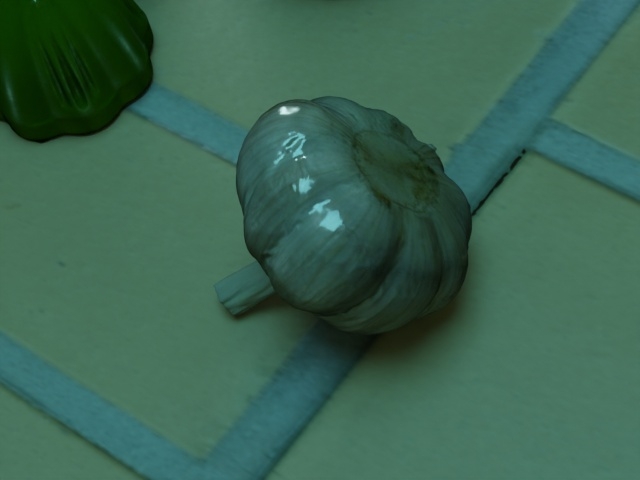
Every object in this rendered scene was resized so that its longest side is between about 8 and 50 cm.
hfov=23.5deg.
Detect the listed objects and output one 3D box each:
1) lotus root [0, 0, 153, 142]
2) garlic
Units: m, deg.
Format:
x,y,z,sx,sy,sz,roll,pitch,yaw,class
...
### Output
x,y,z,sx,sy,sz,roll,pitch,yaw,class
-0.259,-0.212,1.434,0.186,0.186,0.186,-5,56,7,lotus root
0.000,0.000,1.268,0.212,0.219,0.218,-40,47,33,garlic
